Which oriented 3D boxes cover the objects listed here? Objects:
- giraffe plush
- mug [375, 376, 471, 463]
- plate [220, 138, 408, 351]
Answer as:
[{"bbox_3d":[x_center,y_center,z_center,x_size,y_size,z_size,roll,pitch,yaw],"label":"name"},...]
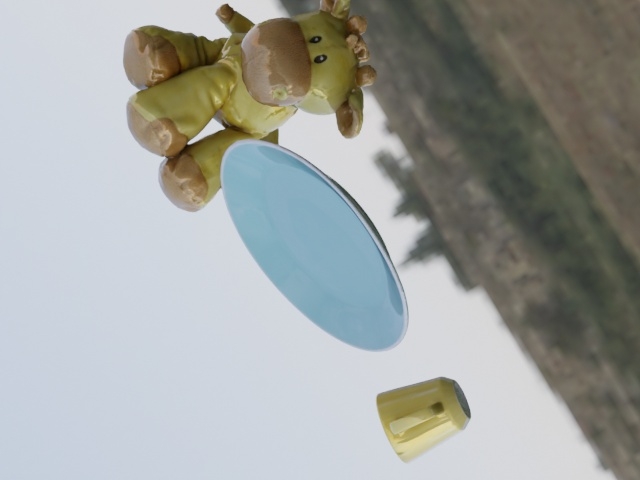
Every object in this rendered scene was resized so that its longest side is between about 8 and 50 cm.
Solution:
[{"bbox_3d":[-0.040,-0.133,1.567,0.210,0.170,0.181,-35,-76,-44],"label":"giraffe plush"},{"bbox_3d":[0.087,0.145,1.499,0.062,0.064,0.078,60,-165,-24],"label":"mug"},{"bbox_3d":[0.000,0.000,1.340,0.188,0.024,0.188,37,151,26],"label":"plate"}]
